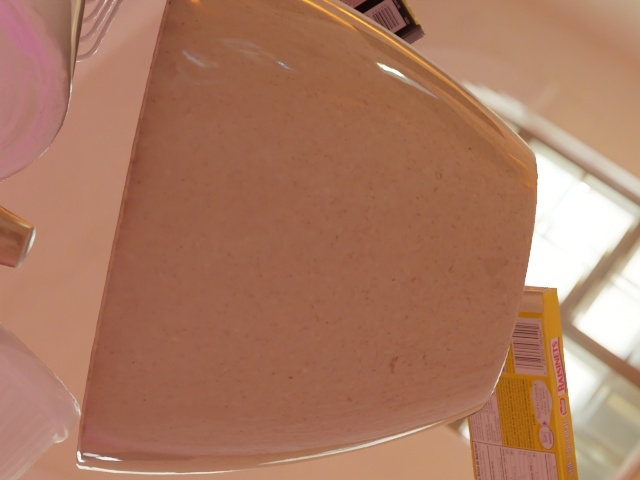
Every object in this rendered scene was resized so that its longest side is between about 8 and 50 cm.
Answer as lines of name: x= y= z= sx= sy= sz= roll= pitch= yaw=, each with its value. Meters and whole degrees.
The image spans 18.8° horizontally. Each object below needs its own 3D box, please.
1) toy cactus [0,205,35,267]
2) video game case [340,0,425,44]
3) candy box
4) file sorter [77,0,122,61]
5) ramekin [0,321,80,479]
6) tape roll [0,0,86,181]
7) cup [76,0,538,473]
toy cactus: x=-0.299 y=-0.024 z=1.430 sx=0.112 sy=0.180 sz=0.219 roll=78 pitch=-145 yaw=-80
video game case: x=-0.035 y=-0.303 z=2.574 sx=0.275 sy=0.248 sz=0.035 roll=-31 pitch=-22 yaw=7
candy box: x=0.170 y=0.139 z=1.671 sx=0.027 sy=0.105 sz=0.206 roll=-16 pitch=-76 yaw=-40
file sorter: x=-0.299 y=-0.338 z=2.146 sx=0.173 sy=0.193 sz=0.278 roll=-64 pitch=2 yaw=-15
ramekin: x=-0.343 y=0.117 z=1.605 sx=0.127 sy=0.273 sz=0.273 roll=-53 pitch=-24 yaw=-19
tape roll: x=-0.284 y=-0.142 z=1.165 sx=0.286 sy=0.286 sz=0.100 roll=85 pitch=-174 yaw=-54
cup: x=0.000 y=0.000 z=1.189 sx=0.331 sy=0.237 sz=0.331 roll=-168 pitch=90 yaw=-88
